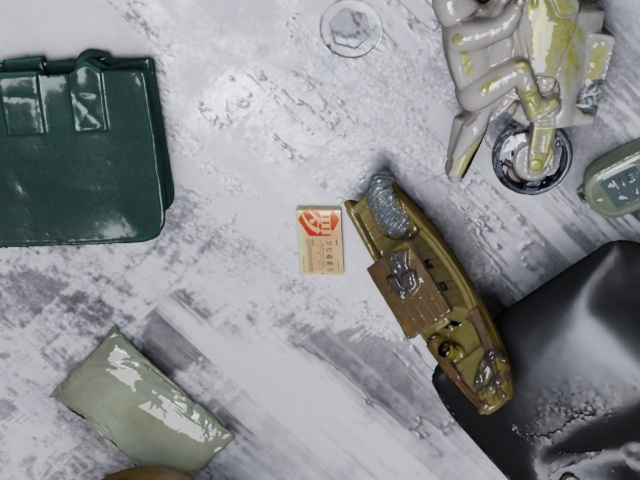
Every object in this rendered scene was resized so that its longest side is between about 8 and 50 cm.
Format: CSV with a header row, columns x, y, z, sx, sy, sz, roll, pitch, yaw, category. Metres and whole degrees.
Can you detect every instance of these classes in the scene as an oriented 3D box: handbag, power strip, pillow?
x,y,z,sx,sy,sz,roll,pitch,yaw,category
0.340,0.189,1.827,0.342,0.152,0.288,-37,72,22,handbag
0.435,-0.109,1.776,0.286,0.048,0.080,-27,109,20,power strip
-0.350,-0.113,1.848,0.327,0.089,0.238,-1,115,9,handbag
-0.242,0.238,2.026,0.230,0.050,0.148,42,108,-13,pillow

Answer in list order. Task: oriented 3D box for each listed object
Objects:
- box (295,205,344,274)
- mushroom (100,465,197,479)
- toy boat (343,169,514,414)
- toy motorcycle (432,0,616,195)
x,y,z,sx,sy,sz,roll,pitch,yaw,category
0.000,0.000,1.898,0.058,0.015,0.093,1,117,8,box
-0.217,0.450,2.009,0.293,0.290,0.292,-1,76,6,mushroom
0.131,0.063,1.786,0.089,0.121,0.321,-37,72,22,toy boat
0.227,-0.218,1.711,0.223,0.108,0.340,11,110,-8,toy motorcycle
